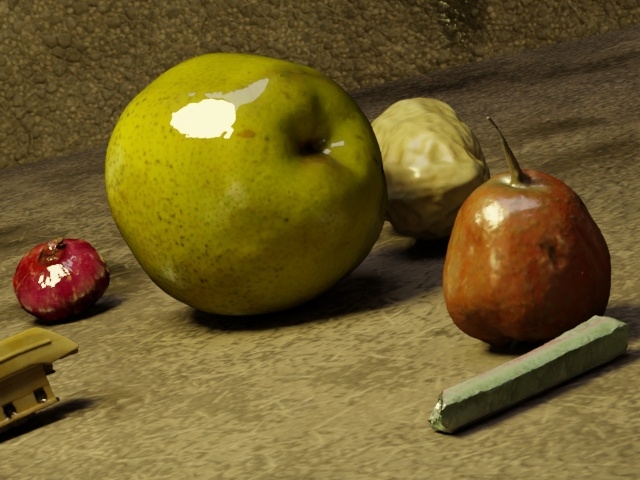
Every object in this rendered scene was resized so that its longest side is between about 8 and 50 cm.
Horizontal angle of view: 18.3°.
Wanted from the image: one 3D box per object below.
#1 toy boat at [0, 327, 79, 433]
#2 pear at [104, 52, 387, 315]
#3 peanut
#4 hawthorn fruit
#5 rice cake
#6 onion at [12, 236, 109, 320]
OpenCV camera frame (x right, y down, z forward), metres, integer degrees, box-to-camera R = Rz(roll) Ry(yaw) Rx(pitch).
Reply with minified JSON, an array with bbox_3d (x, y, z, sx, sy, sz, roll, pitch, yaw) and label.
[{"bbox_3d":[-0.301,0.138,1.736,0.200,0.077,0.057,-23,2,-34],"label":"toy boat"},{"bbox_3d":[-0.074,-0.054,1.991,0.294,0.294,0.294,-11,11,2],"label":"pear"},{"bbox_3d":[0.114,-0.076,2.215,0.152,0.152,0.313,-12,14,-2],"label":"peanut"},{"bbox_3d":[0.182,0.004,1.670,0.149,0.189,0.149,17,14,-4],"label":"hawthorn fruit"},{"bbox_3d":[0.162,0.103,1.534,0.208,0.033,0.033,-21,24,-36],"label":"rice cake"},{"bbox_3d":[-0.286,0.040,2.178,0.107,0.097,0.107,-9,32,6],"label":"onion"}]
